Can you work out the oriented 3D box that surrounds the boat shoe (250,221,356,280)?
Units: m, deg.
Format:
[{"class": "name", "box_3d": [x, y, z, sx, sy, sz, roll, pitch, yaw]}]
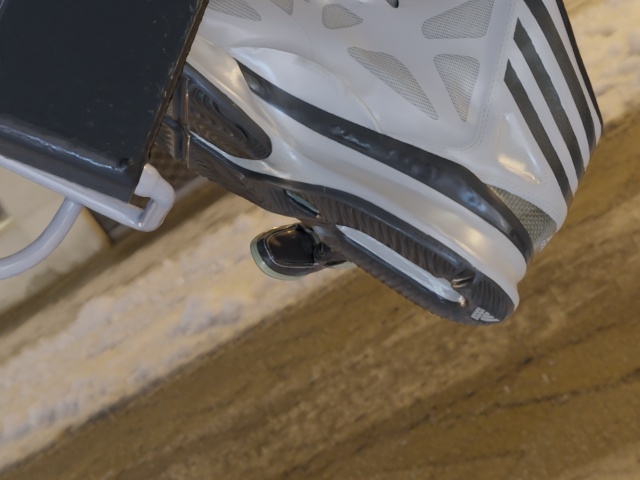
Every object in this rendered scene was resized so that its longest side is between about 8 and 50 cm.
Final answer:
[{"class": "boat shoe", "box_3d": [0.001, 0.001, 1.506, 0.073, 0.080, 0.223, -35, -20, 36]}]

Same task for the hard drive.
[{"class": "hard drive", "box_3d": [-0.115, -0.080, 0.402, 0.022, 0.135, 0.094, 129, 160, -62]}]

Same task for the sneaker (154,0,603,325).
[{"class": "sneaker", "box_3d": [0.012, -0.153, 0.870, 0.257, 0.447, 0.169, -55, -5, -17]}]

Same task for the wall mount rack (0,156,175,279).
[{"class": "wall mount rack", "box_3d": [-0.181, -0.167, 0.628, 0.350, 0.304, 0.130, -66, 7, -17]}]
